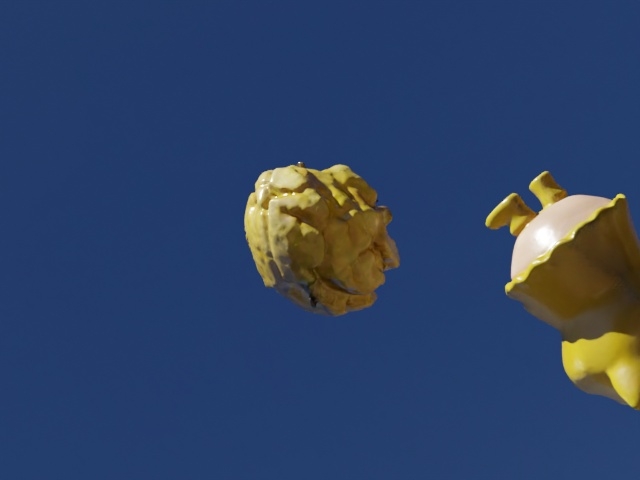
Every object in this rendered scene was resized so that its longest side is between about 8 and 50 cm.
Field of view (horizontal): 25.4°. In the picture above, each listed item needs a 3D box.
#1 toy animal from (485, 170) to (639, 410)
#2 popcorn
[{"bbox_3d":[0.251,0.039,1.267,0.156,0.230,0.156,-39,-16,-13],"label":"toy animal"},{"bbox_3d":[0.000,0.000,1.349,0.167,0.148,0.152,76,-147,-52],"label":"popcorn"}]
